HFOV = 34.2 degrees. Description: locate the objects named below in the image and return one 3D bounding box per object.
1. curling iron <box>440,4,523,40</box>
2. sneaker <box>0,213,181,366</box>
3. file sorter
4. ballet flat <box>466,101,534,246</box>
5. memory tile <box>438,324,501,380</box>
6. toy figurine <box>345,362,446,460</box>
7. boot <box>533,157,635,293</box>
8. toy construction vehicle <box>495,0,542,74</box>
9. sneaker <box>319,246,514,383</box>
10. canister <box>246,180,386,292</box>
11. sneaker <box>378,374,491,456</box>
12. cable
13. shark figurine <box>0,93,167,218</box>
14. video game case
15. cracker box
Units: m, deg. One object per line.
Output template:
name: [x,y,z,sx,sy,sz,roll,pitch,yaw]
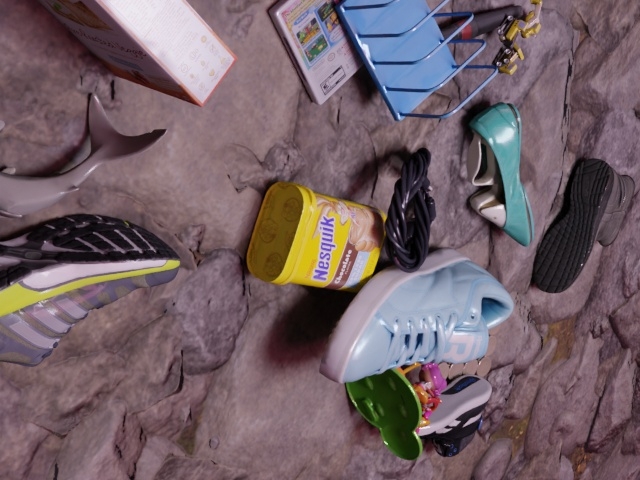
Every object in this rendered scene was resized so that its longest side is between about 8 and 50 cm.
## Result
curling iron: [0.190,-0.277,1.428,0.274,0.035,0.068,-34,149,-36]
sneaker: [-0.282,0.057,1.074,0.300,0.111,0.121,-14,128,-35]
file sorter: [0.124,-0.246,1.270,0.118,0.104,0.170,-43,120,-21]
ballet flat: [0.260,-0.088,1.552,0.087,0.083,0.247,-20,123,-9]
memory tile: [0.234,0.171,1.671,0.148,0.012,0.113,0,107,-43]
toy figurine: [0.143,0.204,1.518,0.159,0.130,0.173,-36,109,-40]
boot: [0.463,-0.010,1.772,0.161,0.083,0.246,21,93,-52]
toy construction vehicle: [0.288,-0.291,1.489,0.098,0.035,0.086,-53,153,-5]
sneaker: [0.149,0.112,1.411,0.366,0.150,0.135,-28,140,-47]
canister: [0.000,0.000,1.329,0.170,0.073,0.126,11,99,-47]
sneaker: [0.177,0.298,1.622,0.217,0.079,0.121,-15,126,-33]
cable: [0.126,-0.040,1.395,0.184,0.047,0.151,-48,145,-61]
shark figurine: [-0.290,-0.054,0.999,0.278,0.116,0.166,-2,110,-42]
video game case: [0.020,-0.269,1.275,0.157,0.019,0.143,-46,132,-19]
cracker box: [-0.204,-0.231,0.974,0.067,0.155,0.232,-55,135,-11]
